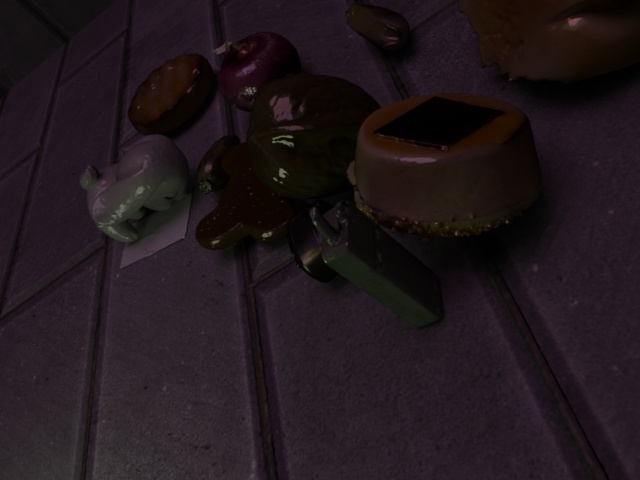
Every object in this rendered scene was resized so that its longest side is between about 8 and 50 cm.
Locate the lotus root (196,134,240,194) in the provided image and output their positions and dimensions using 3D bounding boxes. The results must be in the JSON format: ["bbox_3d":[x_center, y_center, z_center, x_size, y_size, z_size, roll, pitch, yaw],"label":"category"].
[{"bbox_3d":[-0.244,-0.183,1.516,0.080,0.089,0.179,14,56,14],"label":"lotus root"}]

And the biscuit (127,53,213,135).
[{"bbox_3d":[-0.440,-0.430,1.881,0.296,0.102,0.297,-20,48,23],"label":"biscuit"}]

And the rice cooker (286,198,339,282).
[{"bbox_3d":[0.000,0.000,1.135,0.106,0.112,0.165,-44,32,12],"label":"rice cooker"}]

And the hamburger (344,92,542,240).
[{"bbox_3d":[0.190,-0.110,0.970,0.301,0.171,0.302,-6,32,4],"label":"hamburger"}]

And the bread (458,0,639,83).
[{"bbox_3d":[0.387,-0.445,1.067,0.328,0.245,0.424,-37,45,12],"label":"bread"}]

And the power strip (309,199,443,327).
[{"bbox_3d":[0.077,0.027,0.908,0.053,0.288,0.093,-28,42,32],"label":"power strip"}]

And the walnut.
[{"bbox_3d":[0.000,-0.193,1.175,0.282,0.282,0.228,6,103,43],"label":"walnut"}]

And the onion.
[{"bbox_3d":[-0.139,-0.417,1.566,0.200,0.201,0.207,-7,22,37],"label":"onion"}]

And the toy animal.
[{"bbox_3d":[-0.447,-0.150,1.569,0.264,0.206,0.272,-19,41,34],"label":"toy animal"}]

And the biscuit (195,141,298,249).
[{"bbox_3d":[-0.101,-0.161,1.393,0.282,0.064,0.432,-6,51,29],"label":"biscuit"}]

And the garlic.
[{"bbox_3d":[0.142,-0.472,1.413,0.196,0.101,0.087,51,127,44],"label":"garlic"}]

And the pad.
[{"bbox_3d":[-0.418,-0.025,1.599,0.231,0.004,0.157,-23,45,25],"label":"pad"}]
